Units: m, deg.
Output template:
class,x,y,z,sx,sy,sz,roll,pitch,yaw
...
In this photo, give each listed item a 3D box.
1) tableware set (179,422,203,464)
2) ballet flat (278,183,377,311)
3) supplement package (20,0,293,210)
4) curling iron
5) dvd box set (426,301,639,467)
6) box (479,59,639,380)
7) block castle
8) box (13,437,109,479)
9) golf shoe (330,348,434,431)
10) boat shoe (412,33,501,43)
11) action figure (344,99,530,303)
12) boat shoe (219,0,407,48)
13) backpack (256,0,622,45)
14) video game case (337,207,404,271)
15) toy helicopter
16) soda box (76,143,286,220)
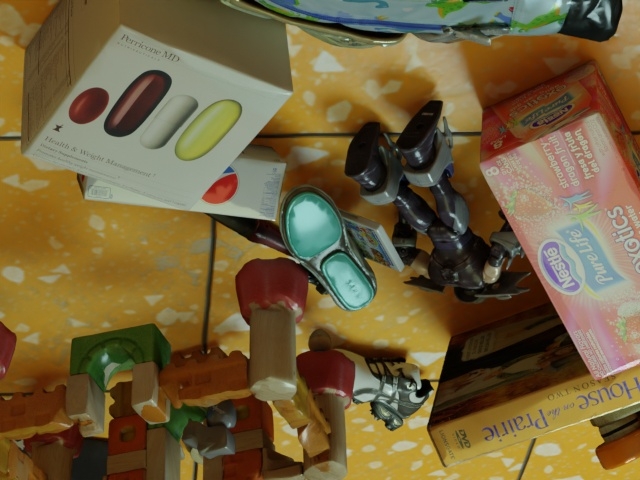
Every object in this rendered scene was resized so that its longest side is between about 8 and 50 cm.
class,x,y,z,sx,sy,sz,roll,pitch,yaw
tableware set,-0.150,0.263,2.176,0.128,0.039,0.194,-8,141,1
ballet flat,0.000,0.000,1.793,0.072,0.068,0.213,-31,133,1
supplement package,-0.163,-0.166,1.549,0.194,0.149,0.203,18,136,-29
curling iron,-0.071,-0.010,1.838,0.274,0.068,0.035,34,98,-35
dvd box set,0.344,0.125,1.903,0.420,0.307,0.062,-21,103,17
box,0.300,-0.020,1.720,0.142,0.154,0.300,-23,113,19
block castle,-0.198,0.177,1.911,0.453,0.213,0.303,-12,143,13
box,-0.409,0.436,2.144,0.395,0.294,0.212,10,138,-22
golf shoe,0.079,0.179,2.095,0.094,0.077,0.198,-34,143,14
boat shoe,0.226,-0.290,1.503,0.324,0.123,0.116,-25,162,26
action figure,0.142,-0.023,1.797,0.185,0.099,0.285,-6,136,30
boat shoe,-0.041,-0.257,1.472,0.285,0.089,0.105,18,96,-31
backpack,0.072,-0.308,1.321,0.355,0.290,0.273,1,-179,12
video game case,0.035,-0.009,1.827,0.122,0.011,0.087,22,157,36
toy helicopter,0.491,0.149,1.990,0.355,0.140,0.235,-33,170,39
soda box,-0.152,-0.074,1.710,0.216,0.074,0.069,7,107,-17
